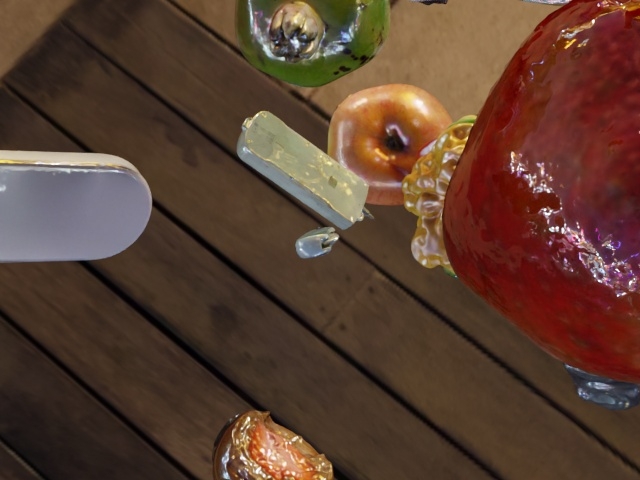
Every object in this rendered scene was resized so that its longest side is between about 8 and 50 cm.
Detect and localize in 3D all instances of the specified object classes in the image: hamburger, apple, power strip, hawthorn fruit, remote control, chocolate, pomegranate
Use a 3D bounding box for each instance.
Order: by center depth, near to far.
[{"bbox_3d":[-0.224,-0.022,0.704,0.022,0.245,0.077,42,125,48],"label":"remote control"},{"bbox_3d":[0.208,-0.025,0.727,0.265,0.307,0.265,13,61,-25],"label":"hawthorn fruit"},{"bbox_3d":[-0.016,-0.240,1.174,0.180,0.180,0.209,4,33,8],"label":"pomegranate"},{"bbox_3d":[-0.051,0.263,1.215,0.124,0.127,0.133,-28,41,-17],"label":"chocolate"},{"bbox_3d":[0.203,-0.041,1.302,0.237,0.237,0.149,47,43,17],"label":"hamburger"},{"bbox_3d":[-0.017,-0.091,1.487,0.227,0.029,0.080,35,52,-15],"label":"power strip"},{"bbox_3d":[0.110,-0.154,1.747,0.209,0.164,0.209,1,98,5],"label":"apple"}]

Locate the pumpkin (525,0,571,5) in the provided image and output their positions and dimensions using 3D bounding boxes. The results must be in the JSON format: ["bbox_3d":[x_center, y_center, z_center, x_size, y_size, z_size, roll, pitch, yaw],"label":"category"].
[{"bbox_3d":[0.240,-0.343,0.928,0.263,0.197,0.293,-13,90,43],"label":"pumpkin"}]

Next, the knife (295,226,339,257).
[{"bbox_3d":[0.000,0.000,1.137,0.044,0.162,0.023,-16,93,4],"label":"knife"}]

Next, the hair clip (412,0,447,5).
[{"bbox_3d":[0.017,-0.377,1.323,0.331,0.085,0.101,10,98,-31],"label":"hair clip"}]

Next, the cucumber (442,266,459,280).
[{"bbox_3d":[0.262,-0.022,1.592,0.130,0.191,0.191,30,78,-17],"label":"cucumber"}]

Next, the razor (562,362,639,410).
[{"bbox_3d":[0.382,0.041,1.398,0.107,0.189,0.327,-2,58,27],"label":"razor"}]
